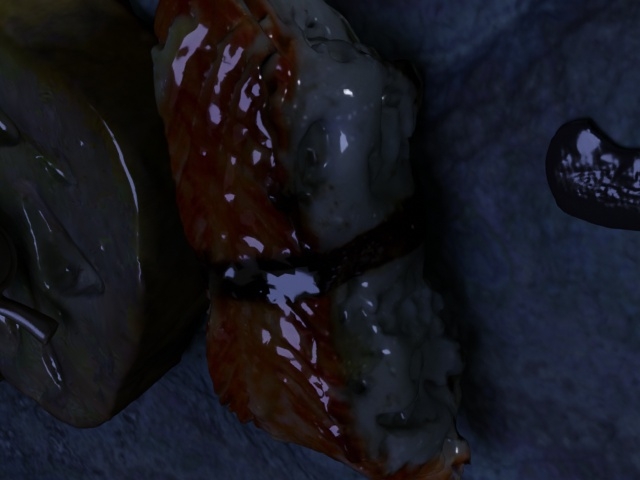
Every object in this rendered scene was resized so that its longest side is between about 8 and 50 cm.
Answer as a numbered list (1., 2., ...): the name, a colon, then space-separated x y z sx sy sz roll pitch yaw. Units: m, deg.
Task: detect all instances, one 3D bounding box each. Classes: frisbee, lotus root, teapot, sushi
1. frisbee: 0.207 -0.012 0.640 0.211 0.012 0.187 46 137 15
2. lotus root: -0.226 -0.054 0.974 0.390 0.111 0.374 -4 108 45
3. teapot: -0.223 0.037 0.893 0.110 0.085 0.080 44 132 -10
4. sushi: 0.000 0.000 0.775 0.124 0.130 0.332 8 114 47
